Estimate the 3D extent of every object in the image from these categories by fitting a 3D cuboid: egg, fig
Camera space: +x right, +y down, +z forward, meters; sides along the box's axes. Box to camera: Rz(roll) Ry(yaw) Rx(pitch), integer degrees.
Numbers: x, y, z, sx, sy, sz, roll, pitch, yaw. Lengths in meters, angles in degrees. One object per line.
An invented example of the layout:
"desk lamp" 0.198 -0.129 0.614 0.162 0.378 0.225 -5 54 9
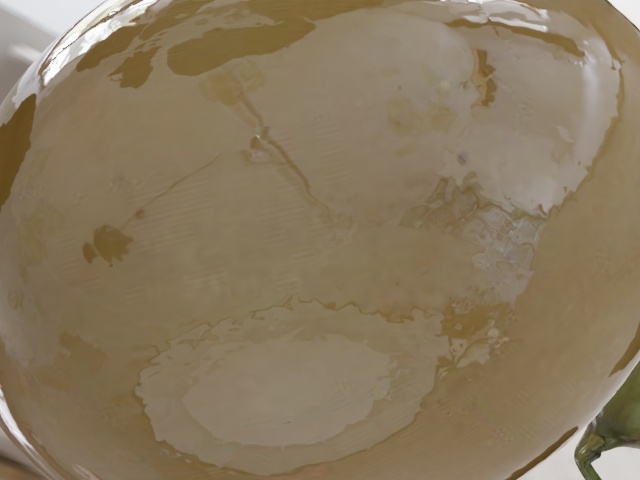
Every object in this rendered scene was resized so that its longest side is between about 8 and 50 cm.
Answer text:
"egg" 0.000 0.000 0.755 0.373 0.301 0.301 -13 51 16
"fig" 0.301 0.140 1.442 0.186 0.148 0.142 -34 36 1
